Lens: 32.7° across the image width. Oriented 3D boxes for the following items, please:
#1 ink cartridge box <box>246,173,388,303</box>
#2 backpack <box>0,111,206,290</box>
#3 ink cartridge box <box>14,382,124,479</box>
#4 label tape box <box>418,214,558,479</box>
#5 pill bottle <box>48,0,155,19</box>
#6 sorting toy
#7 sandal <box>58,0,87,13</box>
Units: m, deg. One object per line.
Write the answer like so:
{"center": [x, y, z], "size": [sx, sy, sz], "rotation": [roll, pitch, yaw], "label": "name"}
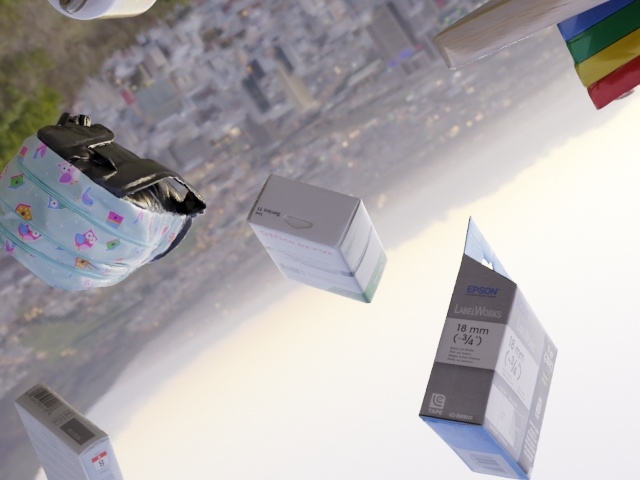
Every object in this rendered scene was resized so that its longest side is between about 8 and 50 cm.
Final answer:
{"center": [0.000, 0.000, 1.598], "size": [0.087, 0.153, 0.208], "rotation": [-66, 158, -18], "label": "ink cartridge box"}
{"center": [-0.186, -0.028, 0.880], "size": [0.115, 0.152, 0.182], "rotation": [-60, 176, 5], "label": "backpack"}
{"center": [-0.258, 0.258, 1.195], "size": [0.045, 0.179, 0.145], "rotation": [-35, -141, -28], "label": "ink cartridge box"}
{"center": [0.274, 0.164, 1.662], "size": [0.106, 0.240, 0.333], "rotation": [3, -117, 30], "label": "label tape box"}
{"center": [-0.295, -0.368, 1.519], "size": [0.117, 0.117, 0.215], "rotation": [-33, -176, 17], "label": "pill bottle"}
{"center": [0.244, -0.171, 0.662], "size": [0.257, 0.089, 0.255], "rotation": [-18, -165, 47], "label": "sorting toy"}
{"center": [-0.276, -0.344, 1.297], "size": [0.049, 0.072, 0.180], "rotation": [21, 132, -31], "label": "sandal"}
